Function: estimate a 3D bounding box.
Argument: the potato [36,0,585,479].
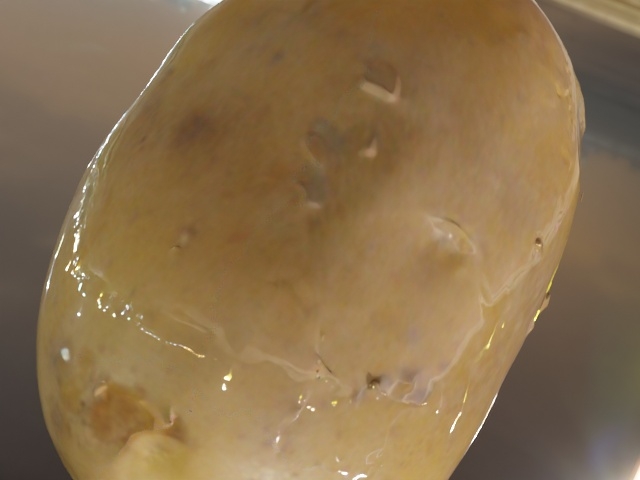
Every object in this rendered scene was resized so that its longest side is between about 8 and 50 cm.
[{"bbox_3d":[0.000,0.000,0.373,0.109,0.178,0.118,15,147,25],"label":"potato"}]
